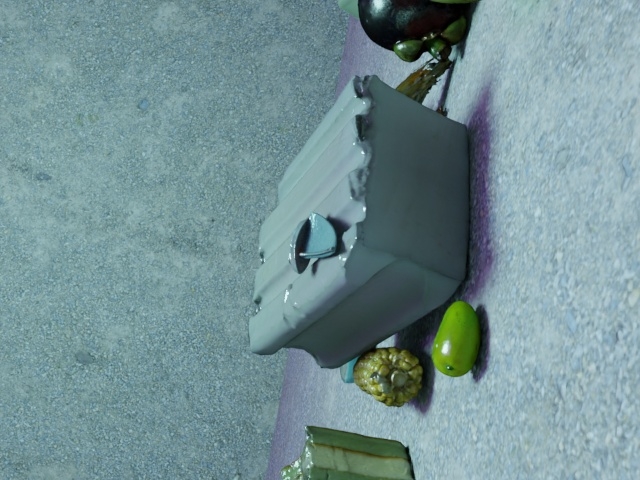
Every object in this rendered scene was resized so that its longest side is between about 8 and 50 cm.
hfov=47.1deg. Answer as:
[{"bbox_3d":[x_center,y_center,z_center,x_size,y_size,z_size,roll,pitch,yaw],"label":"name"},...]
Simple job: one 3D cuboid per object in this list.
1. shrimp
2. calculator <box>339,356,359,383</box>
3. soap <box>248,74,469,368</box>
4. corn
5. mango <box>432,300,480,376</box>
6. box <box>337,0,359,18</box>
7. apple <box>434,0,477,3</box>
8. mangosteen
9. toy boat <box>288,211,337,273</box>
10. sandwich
[{"bbox_3d":[0.175,-0.242,1.402,0.248,0.150,0.068,-60,-17,7],"label":"shrimp"},{"bbox_3d":[0.084,0.183,1.739,0.386,0.055,0.256,-112,33,-80],"label":"calculator"},{"bbox_3d":[0.050,-0.003,1.262,0.435,0.213,0.350,-45,36,50],"label":"soap"},{"bbox_3d":[0.110,0.235,1.282,0.291,0.101,0.101,119,161,-78],"label":"corn"},{"bbox_3d":[0.185,0.131,0.990,0.073,0.056,0.108,121,162,-55],"label":"mango"},{"bbox_3d":[0.166,-0.618,1.641,0.166,0.221,0.290,-23,53,55],"label":"box"},{"bbox_3d":[0.201,-0.464,1.023,0.279,0.279,0.279,-169,90,-83],"label":"apple"},{"bbox_3d":[0.185,-0.443,1.368,0.216,0.216,0.216,-169,90,-83],"label":"mangosteen"},{"bbox_3d":[0.000,0.000,1.066,0.122,0.034,0.096,-10,65,58],"label":"toy boat"},{"bbox_3d":[0.027,0.441,1.196,0.155,0.199,0.227,-96,18,-66],"label":"sandwich"}]
